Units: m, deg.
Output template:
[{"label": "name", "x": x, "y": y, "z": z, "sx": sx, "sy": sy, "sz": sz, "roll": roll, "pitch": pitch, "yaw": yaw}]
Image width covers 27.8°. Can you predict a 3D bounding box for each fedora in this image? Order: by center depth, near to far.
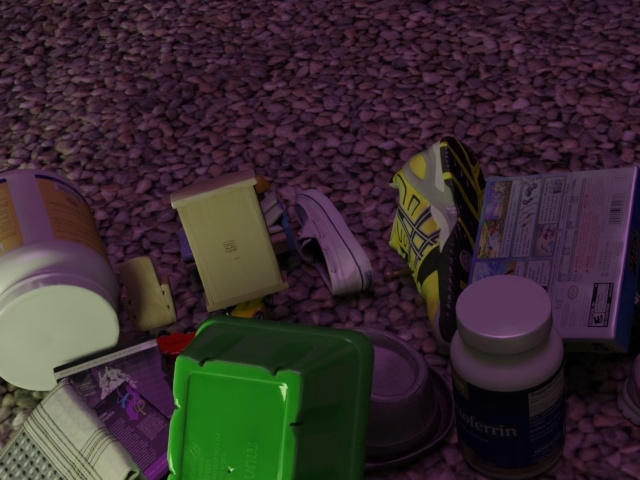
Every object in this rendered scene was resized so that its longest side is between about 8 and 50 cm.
[{"label": "fedora", "x": 0.059, "y": 0.209, "z": 1.880, "sx": 0.275, "sy": 0.124, "sz": 0.244, "roll": 26, "pitch": 49, "yaw": 37}]

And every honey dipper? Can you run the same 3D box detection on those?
[{"label": "honey dipper", "x": 0.182, "y": 0.040, "z": 2.149, "sx": 0.161, "sy": 0.030, "sz": 0.030, "roll": -12, "pitch": 38, "yaw": 0}]

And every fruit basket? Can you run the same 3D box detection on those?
[{"label": "fruit basket", "x": -0.070, "y": 0.284, "z": 1.699, "sx": 0.283, "sy": 0.392, "sz": 0.392, "roll": 6, "pitch": 40, "yaw": 19}]

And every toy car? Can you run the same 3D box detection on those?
[{"label": "toy car", "x": -0.130, "y": 0.177, "z": 2.019, "sx": 0.239, "sy": 0.053, "sz": 0.225, "roll": -29, "pitch": 42, "yaw": -23}]

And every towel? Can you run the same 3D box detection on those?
[{"label": "towel", "x": -0.372, "y": 0.369, "z": 1.698, "sx": 0.312, "sy": 0.056, "sz": 0.324, "roll": -50, "pitch": 41, "yaw": -2}]

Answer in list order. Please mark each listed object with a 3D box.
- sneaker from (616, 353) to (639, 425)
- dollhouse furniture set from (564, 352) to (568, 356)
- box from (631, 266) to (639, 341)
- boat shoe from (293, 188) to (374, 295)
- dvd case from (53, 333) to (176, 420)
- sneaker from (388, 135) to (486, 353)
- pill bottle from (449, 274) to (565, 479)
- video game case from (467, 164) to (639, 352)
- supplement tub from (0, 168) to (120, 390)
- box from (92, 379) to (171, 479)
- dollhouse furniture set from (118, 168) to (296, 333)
[{"label": "sneaker", "x": 0.513, "y": 0.231, "z": 1.765, "sx": 0.103, "sy": 0.111, "sz": 0.252, "roll": -34, "pitch": 44, "yaw": -29}, {"label": "dollhouse furniture set", "x": 0.388, "y": 0.035, "z": 2.002, "sx": 0.212, "sy": 0.161, "sz": 0.242, "roll": -16, "pitch": 38, "yaw": -9}, {"label": "box", "x": 0.534, "y": 0.091, "z": 1.894, "sx": 0.175, "sy": 0.051, "sz": 0.220, "roll": -33, "pitch": 73, "yaw": -18}, {"label": "boat shoe", "x": 0.000, "y": 0.000, "z": 2.184, "sx": 0.084, "sy": 0.095, "sz": 0.258, "roll": -18, "pitch": 37, "yaw": -17}, {"label": "dvd case", "x": -0.293, "y": 0.255, "z": 1.935, "sx": 0.165, "sy": 0.018, "sz": 0.221, "roll": -19, "pitch": 56, "yaw": -11}, {"label": "sneaker", "x": 0.195, "y": 0.020, "z": 2.083, "sx": 0.147, "sy": 0.145, "sz": 0.384, "roll": -27, "pitch": 46, "yaw": 33}, {"label": "pill bottle", "x": 0.254, "y": 0.185, "z": 1.753, "sx": 0.153, "sy": 0.264, "sz": 0.153, "roll": -6, "pitch": 37, "yaw": 5}, {"label": "video game case", "x": 0.341, "y": 0.030, "z": 1.888, "sx": 0.244, "sy": 0.061, "sz": 0.269, "roll": -2, "pitch": 64, "yaw": 35}, {"label": "supplement tub", "x": -0.458, "y": 0.060, "z": 2.085, "sx": 0.241, "sy": 0.241, "sz": 0.331, "roll": -18, "pitch": 39, "yaw": -11}, {"label": "box", "x": -0.272, "y": 0.291, "z": 1.879, "sx": 0.162, "sy": 0.029, "sz": 0.116, "roll": 37, "pitch": 62, "yaw": 24}, {"label": "dollhouse furniture set", "x": -0.203, "y": -0.034, "z": 2.145, "sx": 0.287, "sy": 0.198, "sz": 0.303, "roll": -17, "pitch": 23, "yaw": -1}]
